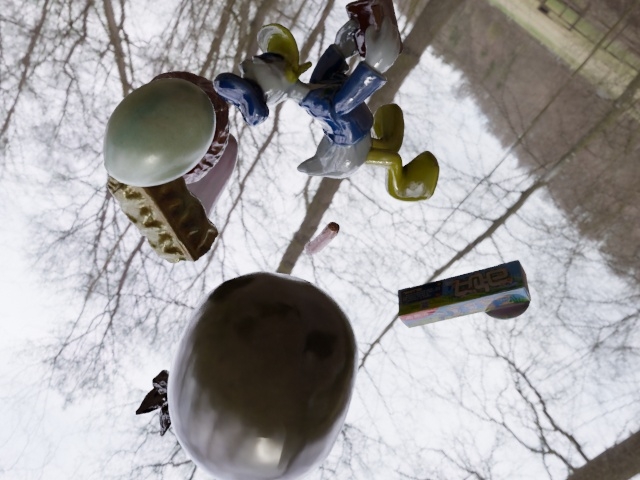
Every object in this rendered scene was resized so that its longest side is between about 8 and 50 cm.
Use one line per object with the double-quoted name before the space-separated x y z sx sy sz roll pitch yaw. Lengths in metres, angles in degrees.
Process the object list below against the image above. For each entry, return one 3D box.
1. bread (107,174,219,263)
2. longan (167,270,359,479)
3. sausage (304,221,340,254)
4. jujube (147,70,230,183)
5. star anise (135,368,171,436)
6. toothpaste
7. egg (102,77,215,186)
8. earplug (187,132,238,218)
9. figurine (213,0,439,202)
"bread" -0.290 -0.062 1.071 0.231 0.128 0.088 56 160 -22
"longan" -0.092 0.236 0.993 0.361 0.361 0.360 28 -151 -18
"sausage" 0.000 0.000 1.536 0.043 0.186 0.043 9 -115 -21
"jujube" -0.303 -0.239 1.262 0.213 0.232 0.213 17 -150 -10
"star anise" -0.316 0.329 1.216 0.054 0.157 0.212 30 167 26
"toothpaste" 0.212 0.092 0.870 0.044 0.194 0.070 48 -146 -42
"egg" -0.197 -0.129 0.705 0.114 0.152 0.114 50 178 3
"earplug" -0.331 -0.175 1.647 0.172 0.301 0.172 33 -176 -3
"figurine" 0.020 -0.206 0.815 0.339 0.283 0.204 1 -144 -31
